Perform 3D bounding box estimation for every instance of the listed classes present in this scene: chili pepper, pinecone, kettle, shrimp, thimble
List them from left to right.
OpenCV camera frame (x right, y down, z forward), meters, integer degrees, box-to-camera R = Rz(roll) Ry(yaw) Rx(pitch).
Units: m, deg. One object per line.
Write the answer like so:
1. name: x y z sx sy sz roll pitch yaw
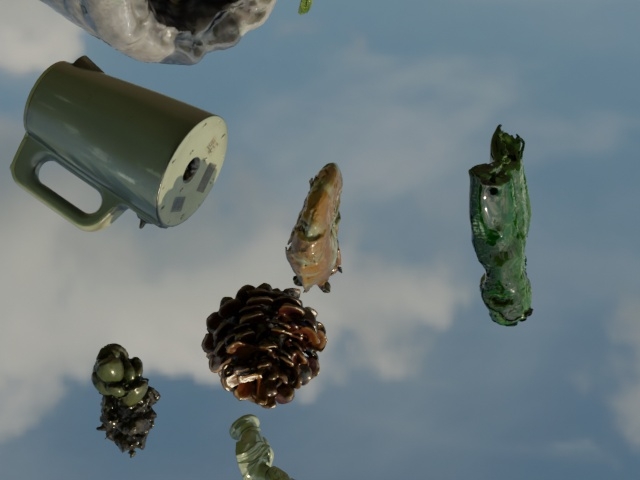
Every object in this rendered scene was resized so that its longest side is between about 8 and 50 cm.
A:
1. kettle: -0.275 -0.113 2.389 0.243 0.210 0.160 25 -176 20
2. thimble: -0.129 -0.258 1.404 0.157 0.245 0.217 34 -106 31
3. pinecone: -0.071 0.138 2.335 0.174 0.173 0.173 0 -158 0
4. chili pepper: -0.011 -0.310 2.253 0.017 0.083 0.030 29 -149 5
5. shrimp: 0.000 0.000 1.446 0.043 0.184 0.091 17 -114 4
6. chili pepper: 0.196 -0.016 1.982 0.061 0.224 0.098 8 -148 34

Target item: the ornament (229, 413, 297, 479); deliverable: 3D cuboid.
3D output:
1. ornament: -0.053 0.199 1.621 0.041 0.092 0.068 -34 169 -1

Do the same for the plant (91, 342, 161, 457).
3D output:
1. plant: -0.237 0.187 2.193 0.087 0.174 0.085 -17 -133 -8
